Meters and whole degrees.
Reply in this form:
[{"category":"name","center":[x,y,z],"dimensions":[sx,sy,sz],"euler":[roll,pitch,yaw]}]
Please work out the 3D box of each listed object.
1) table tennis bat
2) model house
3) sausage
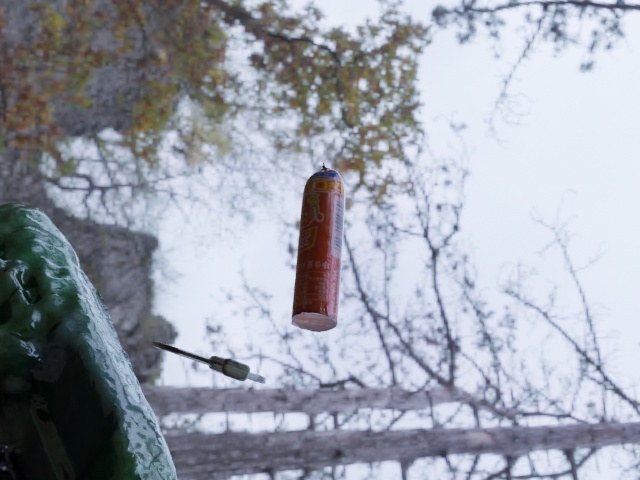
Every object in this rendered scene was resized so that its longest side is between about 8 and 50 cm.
[{"category":"table tennis bat","center":[-0.134,0.157,1.203],"dimensions":[0.274,0.154,0.021],"euler":[166,-57,-73]},{"category":"model house","center":[-0.286,0.127,0.548],"dimensions":[0.245,0.280,0.312],"euler":[-53,-130,22]},{"category":"sausage","center":[0.000,0.000,0.678],"dimensions":[0.034,0.034,0.129],"euler":[-41,-142,53]}]
